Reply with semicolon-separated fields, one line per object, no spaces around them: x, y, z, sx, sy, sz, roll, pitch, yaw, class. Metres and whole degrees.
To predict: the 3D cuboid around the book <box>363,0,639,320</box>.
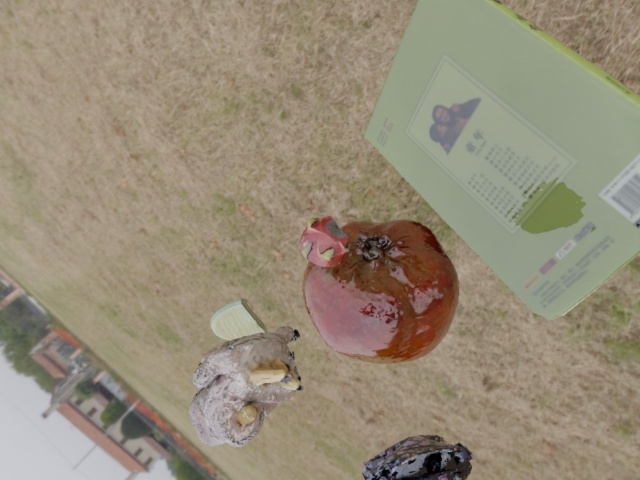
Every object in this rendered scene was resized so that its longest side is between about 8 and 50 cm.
0.199;-0.105;0.507;0.352;0.035;0.239;52;145;24;book

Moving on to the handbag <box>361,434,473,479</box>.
0.203;0.489;0.957;0.208;0.228;0.127;86;165;-73;handbag

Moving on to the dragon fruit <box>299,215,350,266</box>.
0.000;0.000;0.704;0.083;0.060;0.056;55;143;22;dragon fruit

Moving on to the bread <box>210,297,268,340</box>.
-0.209;0.202;1.113;0.193;0.112;0.036;66;-173;-52;bread

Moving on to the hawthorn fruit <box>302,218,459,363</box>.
0.119;0.124;0.879;0.287;0.287;0.330;20;141;33;hawthorn fruit

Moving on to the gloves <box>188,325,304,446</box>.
-0.081;0.147;0.457;0.094;0.110;0.144;46;109;13;gloves
